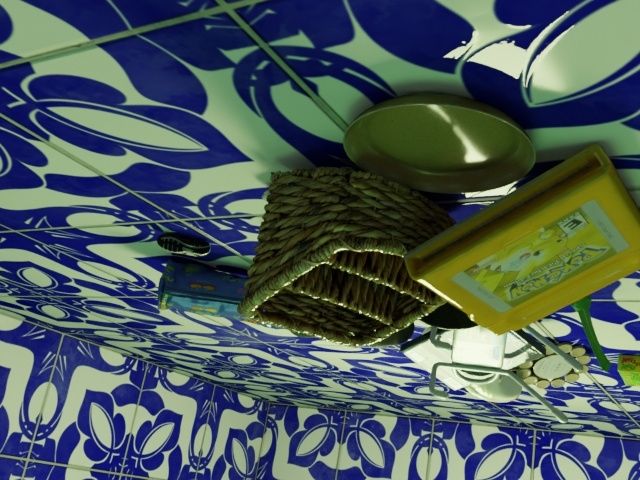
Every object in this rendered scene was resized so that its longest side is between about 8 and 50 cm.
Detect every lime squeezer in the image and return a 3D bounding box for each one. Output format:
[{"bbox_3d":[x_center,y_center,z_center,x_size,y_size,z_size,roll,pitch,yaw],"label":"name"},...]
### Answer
[{"bbox_3d":[0.437,0.121,1.373,0.059,0.110,0.310,4,-161,-36],"label":"lime squeezer"}]

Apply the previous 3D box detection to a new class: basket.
[{"bbox_3d":[0.065,0.043,1.081,0.213,0.223,0.299,2,164,42],"label":"basket"}]

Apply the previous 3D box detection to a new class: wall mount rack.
[{"bbox_3d":[0.390,0.265,1.584,0.304,0.130,0.350,5,139,12],"label":"wall mount rack"}]

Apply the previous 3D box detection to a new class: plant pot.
[{"bbox_3d":[0.147,-0.121,0.915,0.236,0.032,0.236,9,160,3],"label":"plant pot"}]

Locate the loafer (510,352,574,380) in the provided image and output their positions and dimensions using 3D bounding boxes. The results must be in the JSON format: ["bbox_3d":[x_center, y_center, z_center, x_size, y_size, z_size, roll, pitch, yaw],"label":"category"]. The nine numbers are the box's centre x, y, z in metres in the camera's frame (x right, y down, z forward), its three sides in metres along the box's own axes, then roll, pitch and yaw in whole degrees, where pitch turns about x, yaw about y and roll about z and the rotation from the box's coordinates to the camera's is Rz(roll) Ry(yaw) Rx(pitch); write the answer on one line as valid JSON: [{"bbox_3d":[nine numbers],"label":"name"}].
[{"bbox_3d":[0.550,0.340,1.945,0.251,0.087,0.094,5,160,16],"label":"loafer"}]

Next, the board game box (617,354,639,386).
[{"bbox_3d":[0.815,0.334,1.864,0.092,0.043,0.181,-1,158,28],"label":"board game box"}]

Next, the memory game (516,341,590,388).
[{"bbox_3d":[0.586,0.316,1.850,0.186,0.012,0.186,0,134,0],"label":"memory game"}]

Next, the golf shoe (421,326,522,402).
[{"bbox_3d":[0.397,0.304,1.824,0.306,0.115,0.140,32,143,-14],"label":"golf shoe"}]

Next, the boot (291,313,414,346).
[{"bbox_3d":[0.073,0.183,1.773,0.305,0.112,0.115,6,-169,-3],"label":"boot"}]

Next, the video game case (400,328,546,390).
[{"bbox_3d":[0.349,0.254,1.703,0.196,0.026,0.274,37,133,-21],"label":"video game case"}]

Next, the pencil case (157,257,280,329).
[{"bbox_3d":[-0.214,0.121,1.648,0.306,0.119,0.133,9,178,1],"label":"pencil case"}]

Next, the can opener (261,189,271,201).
[{"bbox_3d":[0.000,0.000,1.233,0.076,0.095,0.283,-4,151,36],"label":"can opener"}]

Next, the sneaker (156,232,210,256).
[{"bbox_3d":[-0.281,0.014,1.501,0.109,0.040,0.044,14,163,-12],"label":"sneaker"}]

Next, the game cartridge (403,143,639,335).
[{"bbox_3d":[0.313,0.024,1.032,0.285,0.052,0.324,-32,143,21],"label":"game cartridge"}]

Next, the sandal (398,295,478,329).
[{"bbox_3d":[0.191,0.106,1.461,0.303,0.120,0.086,2,-173,26],"label":"sandal"}]
